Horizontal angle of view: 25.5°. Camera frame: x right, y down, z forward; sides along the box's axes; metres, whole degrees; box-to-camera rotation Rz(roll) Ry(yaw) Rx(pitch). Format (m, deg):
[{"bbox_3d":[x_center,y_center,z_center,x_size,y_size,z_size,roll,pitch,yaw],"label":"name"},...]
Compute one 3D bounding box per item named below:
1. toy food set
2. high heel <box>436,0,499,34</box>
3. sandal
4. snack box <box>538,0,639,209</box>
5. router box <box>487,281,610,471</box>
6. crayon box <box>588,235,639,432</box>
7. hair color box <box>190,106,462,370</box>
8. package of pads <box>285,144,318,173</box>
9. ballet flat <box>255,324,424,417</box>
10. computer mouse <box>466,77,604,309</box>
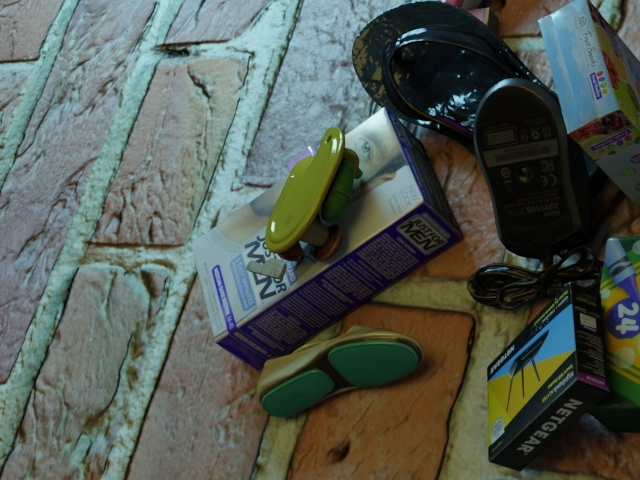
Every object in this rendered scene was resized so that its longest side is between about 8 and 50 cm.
[{"bbox_3d":[-0.005,-0.033,1.773,0.128,0.071,0.218,-5,57,63],"label":"toy food set"},{"bbox_3d":[0.195,-0.370,1.955,0.117,0.082,0.244,0,76,28],"label":"high heel"},{"bbox_3d":[0.185,-0.194,1.795,0.445,0.107,0.168,39,102,40],"label":"sandal"},{"bbox_3d":[0.338,-0.150,1.611,0.070,0.207,0.175,-26,51,24],"label":"snack box"},{"bbox_3d":[0.245,0.150,1.543,0.179,0.046,0.133,125,158,-43],"label":"router box"},{"bbox_3d":[0.444,0.092,1.465,0.322,0.083,0.203,-5,61,36],"label":"crayon box"},{"bbox_3d":[0.000,0.000,1.863,0.338,0.110,0.185,-34,46,16],"label":"hair color box"},{"bbox_3d":[-0.013,-0.090,1.980,0.050,0.032,0.083,-39,46,15],"label":"package of pads"},{"bbox_3d":[0.023,0.148,1.776,0.248,0.086,0.086,-22,52,28],"label":"ballet flat"},{"bbox_3d":[0.252,-0.058,1.664,0.188,0.072,0.272,-3,100,34],"label":"computer mouse"}]
